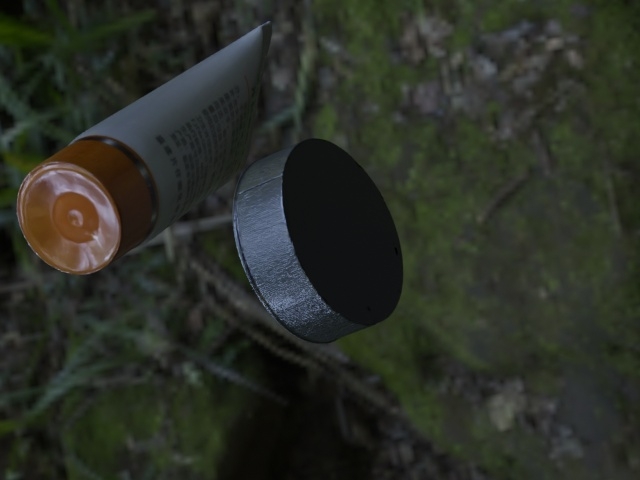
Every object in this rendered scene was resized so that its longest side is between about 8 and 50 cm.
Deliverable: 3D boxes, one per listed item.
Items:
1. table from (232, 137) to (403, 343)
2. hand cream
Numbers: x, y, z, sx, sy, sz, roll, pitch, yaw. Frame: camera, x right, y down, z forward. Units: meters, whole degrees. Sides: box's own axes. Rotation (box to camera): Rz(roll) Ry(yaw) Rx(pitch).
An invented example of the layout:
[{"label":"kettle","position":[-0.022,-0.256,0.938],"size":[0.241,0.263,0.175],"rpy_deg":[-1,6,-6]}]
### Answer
[{"label":"table","position":[0.000,0.000,1.145],"size":[0.043,0.133,0.133],"rpy_deg":[-22,76,32]},{"label":"hand cream","position":[-0.109,-0.073,1.304],"size":[0.089,0.314,0.139],"rpy_deg":[22,115,18]}]
